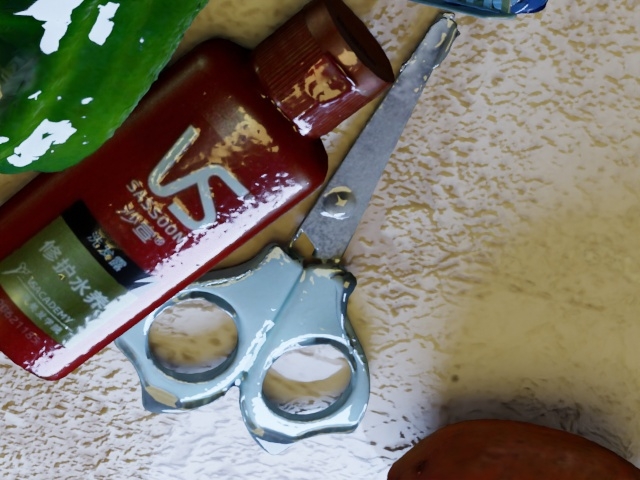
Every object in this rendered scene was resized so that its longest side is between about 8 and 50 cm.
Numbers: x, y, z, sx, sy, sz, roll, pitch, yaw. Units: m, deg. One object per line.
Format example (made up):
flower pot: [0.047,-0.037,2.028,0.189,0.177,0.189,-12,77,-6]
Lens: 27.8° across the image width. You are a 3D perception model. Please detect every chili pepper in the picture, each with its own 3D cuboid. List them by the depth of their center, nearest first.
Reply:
chili pepper: [-0.138,-0.192,0.670,0.213,0.167,0.385,22,118,-16]

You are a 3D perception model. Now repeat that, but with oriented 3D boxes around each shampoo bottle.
shampoo bottle: [-0.096,-0.033,0.820,0.314,0.076,0.118,-35,102,19]

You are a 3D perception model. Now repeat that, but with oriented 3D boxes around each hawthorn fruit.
hawthorn fruit: [0.120,0.222,0.916,0.299,0.211,0.211,21,119,-3]

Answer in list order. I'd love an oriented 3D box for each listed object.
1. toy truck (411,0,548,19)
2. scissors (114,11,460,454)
toy truck: [0.070,-0.165,0.757,0.136,0.074,0.063,21,128,35]
scissors: [0.000,0.001,0.871,0.191,0.029,0.360,24,119,-13]
